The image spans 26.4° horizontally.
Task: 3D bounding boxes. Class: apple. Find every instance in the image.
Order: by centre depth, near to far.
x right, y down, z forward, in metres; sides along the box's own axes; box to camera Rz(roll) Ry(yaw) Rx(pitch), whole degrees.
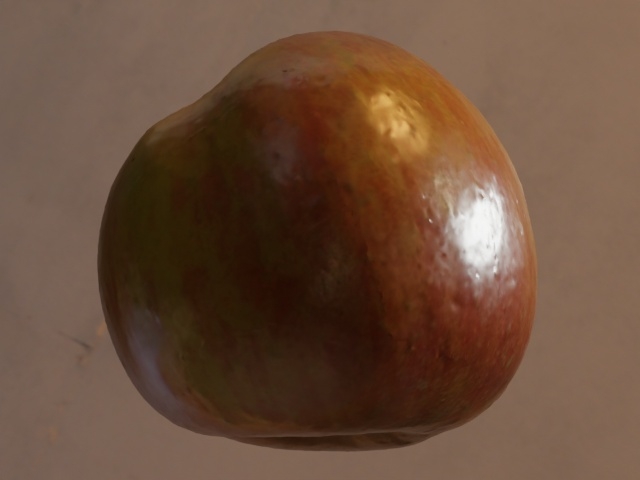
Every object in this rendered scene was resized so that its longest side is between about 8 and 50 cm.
[{"bbox_3d":[0.000,0.000,0.898,0.302,0.301,0.301,-20,-126,31],"label":"apple"}]
